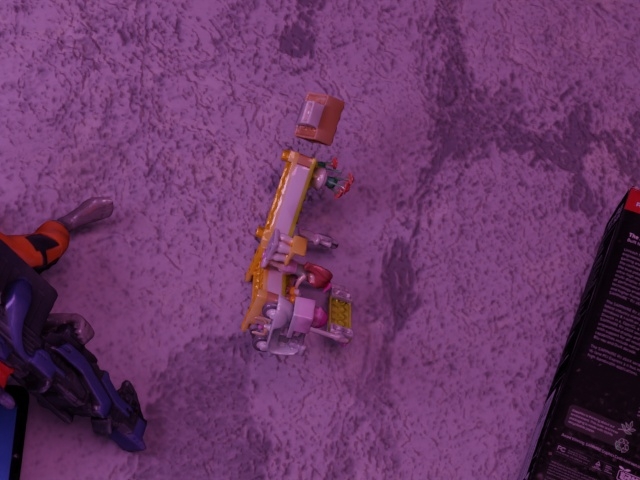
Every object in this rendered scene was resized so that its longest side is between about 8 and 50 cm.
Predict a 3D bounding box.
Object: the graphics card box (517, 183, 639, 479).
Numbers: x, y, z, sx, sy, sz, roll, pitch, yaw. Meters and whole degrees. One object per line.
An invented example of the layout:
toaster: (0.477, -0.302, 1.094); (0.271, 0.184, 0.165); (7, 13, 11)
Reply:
graphics card box: (0.345, 0.152, 1.871); (0.233, 0.094, 0.371); (23, 61, 0)

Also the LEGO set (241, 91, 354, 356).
LEGO set: (0.000, 0.000, 1.870); (0.107, 0.132, 0.287); (19, 55, -11)

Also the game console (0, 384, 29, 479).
game console: (-0.339, 0.182, 1.726); (0.085, 0.124, 0.144); (-13, 59, 27)

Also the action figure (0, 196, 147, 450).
action figure: (-0.297, 0.064, 1.753); (0.178, 0.341, 0.330); (-14, 39, 28)
